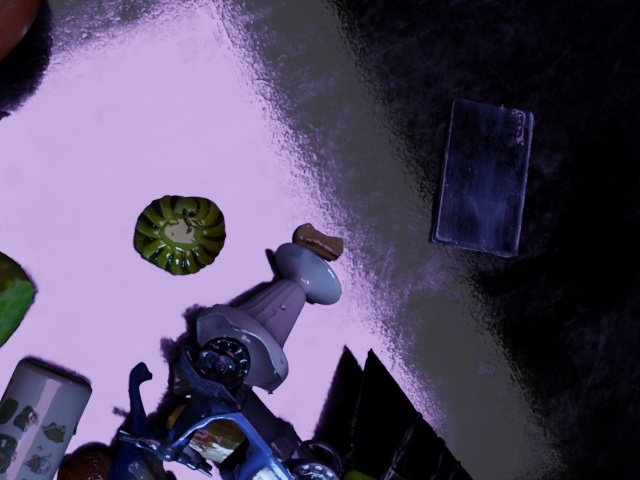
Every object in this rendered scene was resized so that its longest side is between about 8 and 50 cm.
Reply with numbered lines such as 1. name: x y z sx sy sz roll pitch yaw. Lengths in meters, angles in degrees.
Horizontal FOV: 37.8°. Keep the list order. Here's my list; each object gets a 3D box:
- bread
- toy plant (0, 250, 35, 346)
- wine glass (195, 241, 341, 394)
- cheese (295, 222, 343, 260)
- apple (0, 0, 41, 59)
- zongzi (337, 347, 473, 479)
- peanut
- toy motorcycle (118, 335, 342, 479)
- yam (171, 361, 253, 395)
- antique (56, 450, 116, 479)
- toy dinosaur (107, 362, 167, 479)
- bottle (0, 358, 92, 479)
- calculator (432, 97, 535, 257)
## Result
1. bread: -0.216 -0.013 1.452 0.139 0.071 0.130 21 86 -12
2. toy plant: -0.586 0.040 1.324 0.316 0.184 0.224 35 74 7
3. wine glass: -0.074 0.109 1.419 0.165 0.165 0.196 45 59 -8
4. cheese: 0.000 0.000 1.526 0.083 0.030 0.044 27 59 -6
5. apple: -0.544 -0.374 1.251 0.348 0.348 0.277 23 73 -12
6. zongzi: 0.146 0.369 1.448 0.384 0.319 0.362 13 85 5
7. peanut: -0.139 0.312 1.443 0.207 0.087 0.087 21 82 -10
8. toy motorcycle: -0.113 0.310 1.332 0.213 0.125 0.358 -37 95 7
9. yam: -0.167 0.215 1.459 0.132 0.054 0.054 2 86 -15
10. antique: -0.335 0.362 1.384 0.104 0.104 0.104 1 86 -14
11. toy dinosaur: -0.286 0.299 1.350 0.075 0.248 0.188 -20 93 27
12. bottle: -0.434 0.307 1.352 0.120 0.120 0.253 26 81 -11
13. calculator: 0.282 -0.111 1.608 0.161 0.021 0.261 11 84 -13
